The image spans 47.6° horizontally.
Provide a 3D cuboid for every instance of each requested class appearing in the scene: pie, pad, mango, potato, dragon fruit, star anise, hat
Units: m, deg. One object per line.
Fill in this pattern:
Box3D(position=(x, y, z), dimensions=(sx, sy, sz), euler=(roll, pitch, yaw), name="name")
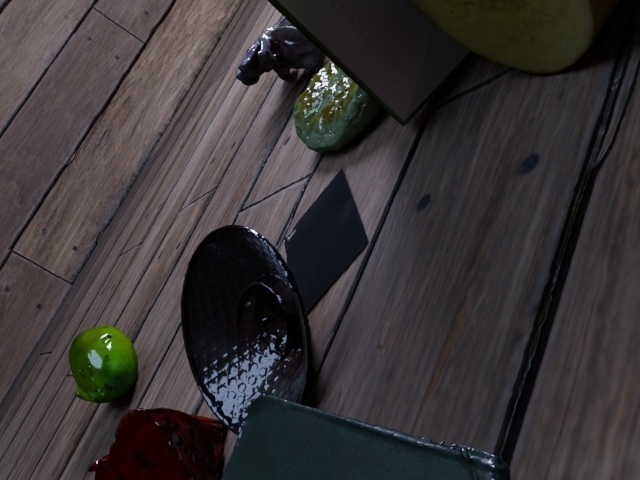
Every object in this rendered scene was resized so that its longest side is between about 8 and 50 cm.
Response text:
Box3D(position=(0.048, -0.207, 0.908), dimensions=(0.240, 0.054, 0.240), euler=(-45, 24, 26), name="pie")
Box3D(position=(0.000, 0.000, 0.773), dimensions=(0.116, 0.004, 0.193), euler=(-51, 21, 17), name="pad")
Box3D(position=(-0.335, 0.196, 1.133), dimensions=(0.178, 0.100, 0.119), euler=(15, 108, 61), name="mango")
Box3D(position=(0.159, -0.240, 0.544), dimensions=(0.158, 0.178, 0.203), euler=(-49, 26, -11), name="potato")
Box3D(position=(-0.158, 0.254, 0.699), dimensions=(0.192, 0.122, 0.092), euler=(-56, -20, 12), name="dragon fruit")
Box3D(position=(-0.054, -0.345, 1.298), dimensions=(0.257, 0.110, 0.198), euler=(-21, 24, 48), name="star anise")
Box3D(position=(-0.045, 0.078, 0.662), dimensions=(0.193, 0.082, 0.193), euler=(8, 101, 47), name="hat")

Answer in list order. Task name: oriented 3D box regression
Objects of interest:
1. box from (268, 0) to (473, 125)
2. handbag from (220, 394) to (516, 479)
Box3D(position=(0.054, -0.252, 0.690), dimensions=(0.177, 0.195, 0.148), euler=(-47, 37, 12), name="box")
Box3D(position=(-0.009, 0.212, 0.362), dimensions=(0.260, 0.079, 0.247), euler=(-8, 54, 62), name="handbag")
